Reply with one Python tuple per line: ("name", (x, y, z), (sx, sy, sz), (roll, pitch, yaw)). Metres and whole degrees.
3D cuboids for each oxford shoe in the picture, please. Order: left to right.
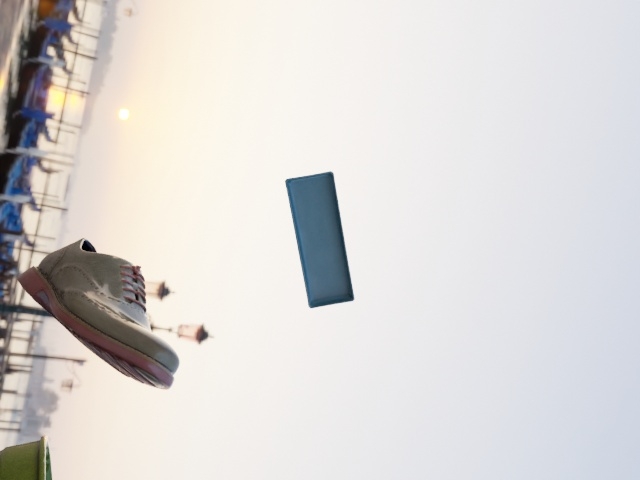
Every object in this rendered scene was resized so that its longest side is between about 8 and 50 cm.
("oxford shoe", (-0.287, 0.080, 0.900), (0.348, 0.123, 0.130), (26, -115, 38))

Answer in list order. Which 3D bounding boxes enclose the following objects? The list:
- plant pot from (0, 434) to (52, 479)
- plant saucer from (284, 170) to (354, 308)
("plant pot", (-0.639, 0.541, 1.115), (0.366, 0.353, 0.366), (177, -90, -69))
("plant saucer", (0.000, 0.000, 0.921), (0.018, 0.067, 0.192), (-98, 178, -71))
